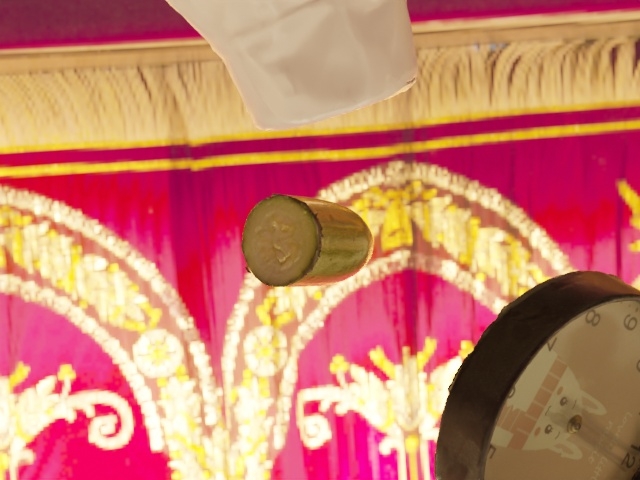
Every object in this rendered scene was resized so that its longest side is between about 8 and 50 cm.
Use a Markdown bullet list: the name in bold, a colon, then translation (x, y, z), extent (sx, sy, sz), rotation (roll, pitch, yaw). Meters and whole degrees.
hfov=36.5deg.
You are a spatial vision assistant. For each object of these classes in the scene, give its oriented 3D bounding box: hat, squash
- **hat**: translation (-0.002, -0.149, 0.671), extent (0.203, 0.126, 0.203), rotation (-18, -173, 2)
- **squash**: translation (0.000, 0.000, 1.251), extent (0.123, 0.123, 0.186), rotation (1, 180, 36)

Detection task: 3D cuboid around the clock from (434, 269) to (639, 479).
- **clock**: translation (0.315, 0.228, 1.209), extent (0.386, 0.386, 0.076), rotation (-8, -160, -31)
